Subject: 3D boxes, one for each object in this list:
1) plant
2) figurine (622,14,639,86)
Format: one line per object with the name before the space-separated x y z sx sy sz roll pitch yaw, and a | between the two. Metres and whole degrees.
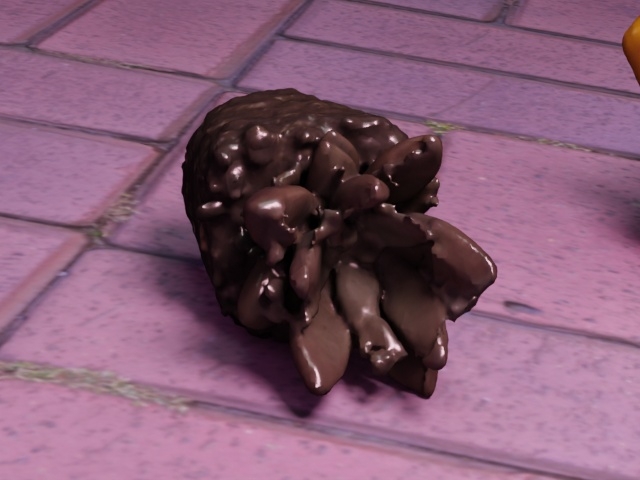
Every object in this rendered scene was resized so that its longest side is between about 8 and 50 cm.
plant | 0.000 0.000 1.337 0.182 0.194 0.320 -11 21 -13
figurine | 0.487 -0.092 1.601 0.387 0.268 0.401 -5 29 -36
